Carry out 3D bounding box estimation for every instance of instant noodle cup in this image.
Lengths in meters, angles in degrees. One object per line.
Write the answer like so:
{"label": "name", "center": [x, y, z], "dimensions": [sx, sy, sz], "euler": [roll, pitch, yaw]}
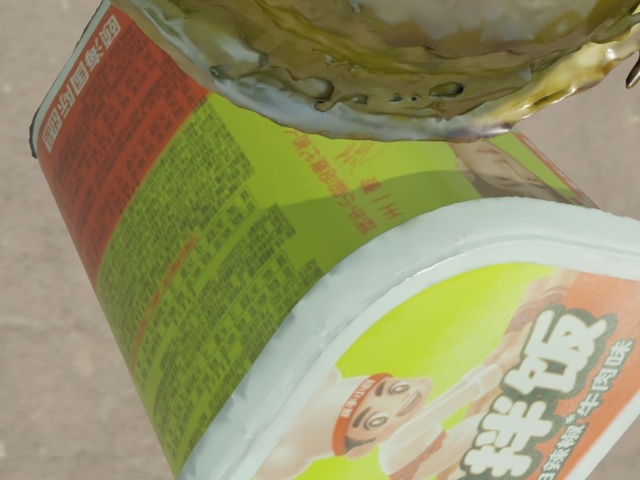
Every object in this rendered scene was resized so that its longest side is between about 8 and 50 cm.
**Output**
{"label": "instant noodle cup", "center": [0.000, 0.000, 1.021], "dimensions": [0.294, 0.294, 0.308], "euler": [12, 33, -44]}

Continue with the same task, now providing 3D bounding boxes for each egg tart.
{"label": "egg tart", "center": [0.045, -0.152, 0.614], "dimensions": [0.295, 0.116, 0.295], "euler": [-6, 116, -13]}
